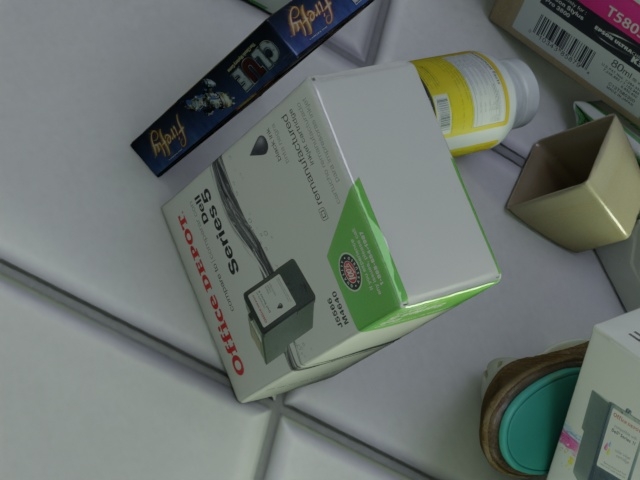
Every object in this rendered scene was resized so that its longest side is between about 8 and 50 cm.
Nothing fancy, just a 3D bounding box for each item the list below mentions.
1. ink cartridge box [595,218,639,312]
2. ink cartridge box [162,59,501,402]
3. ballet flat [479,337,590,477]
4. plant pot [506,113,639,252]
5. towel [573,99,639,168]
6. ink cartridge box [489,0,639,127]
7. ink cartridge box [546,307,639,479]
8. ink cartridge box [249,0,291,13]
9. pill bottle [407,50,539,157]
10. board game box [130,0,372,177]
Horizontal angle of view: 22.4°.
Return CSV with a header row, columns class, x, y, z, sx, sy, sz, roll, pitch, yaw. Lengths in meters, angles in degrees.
class,x,y,z,sx,sy,sz,roll,pitch,yaw
ink cartridge box,0.422,0.019,1.769,0.231,0.078,0.134,-19,81,-39
ink cartridge box,0.000,0.000,1.358,0.115,0.273,0.198,-15,77,-36
ballet flat,0.235,0.142,1.554,0.342,0.124,0.116,-15,114,-42
plant pot,0.279,-0.051,1.691,0.096,0.109,0.109,47,49,-22
towel,0.461,-0.104,1.806,0.325,0.038,0.248,-13,43,-38
ink cartridge box,0.319,-0.255,1.711,0.234,0.193,0.088,37,50,13
ink cartridge box,0.325,0.164,1.458,0.207,0.353,0.119,-16,40,-39
ink cartridge box,-0.021,-0.331,1.621,0.153,0.087,0.208,25,55,-24
pill bottle,0.131,-0.136,1.624,0.184,0.103,0.103,-14,77,-39
board game box,-0.049,-0.157,1.416,0.042,0.243,0.165,51,50,-5
